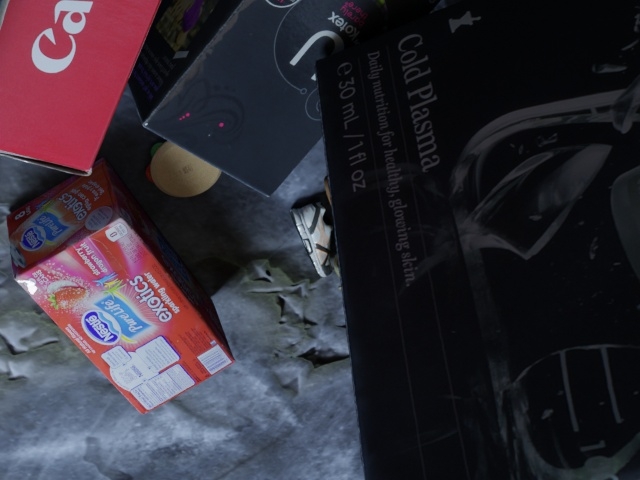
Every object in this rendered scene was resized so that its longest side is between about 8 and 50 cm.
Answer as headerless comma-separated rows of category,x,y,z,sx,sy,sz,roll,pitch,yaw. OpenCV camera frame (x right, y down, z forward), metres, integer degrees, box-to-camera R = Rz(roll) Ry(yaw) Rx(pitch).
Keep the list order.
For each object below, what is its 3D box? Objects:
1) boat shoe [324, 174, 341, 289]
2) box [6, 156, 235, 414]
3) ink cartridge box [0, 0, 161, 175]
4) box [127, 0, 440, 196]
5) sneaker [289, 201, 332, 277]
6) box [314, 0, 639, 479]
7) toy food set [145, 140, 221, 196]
boat shoe,0.075,0.020,1.223,0.120,0.122,0.324,-12,132,4
box,-0.216,0.055,1.113,0.128,0.122,0.257,-31,131,1
ink cartridge box,-0.193,-0.220,0.776,0.130,0.272,0.309,12,121,-30
box,-0.043,-0.205,0.975,0.165,0.143,0.270,29,111,-37
sneaker,0.000,0.000,1.216,0.044,0.040,0.109,-25,131,-5
box,0.278,0.015,0.804,0.472,0.479,0.297,-20,138,15
toy food set,-0.147,-0.083,1.105,0.083,0.020,0.083,-36,131,7
